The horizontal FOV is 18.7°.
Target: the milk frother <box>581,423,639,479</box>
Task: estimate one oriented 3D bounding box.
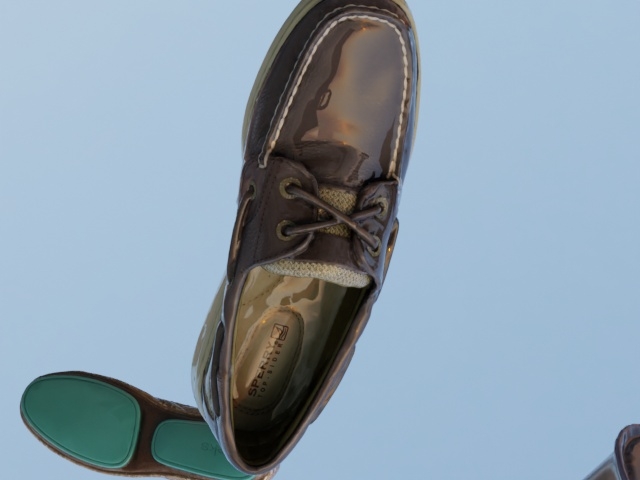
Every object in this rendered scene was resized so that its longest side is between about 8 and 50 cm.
[{"bbox_3d":[0.081,0.143,0.465,0.135,0.143,0.129,-45,-140,20],"label":"milk frother"}]

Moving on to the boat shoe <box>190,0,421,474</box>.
[{"bbox_3d":[-0.001,0.000,0.838,0.080,0.223,0.073,11,-157,-17],"label":"boat shoe"}]

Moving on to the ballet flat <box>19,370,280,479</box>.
[{"bbox_3d":[-0.124,0.148,1.443,0.206,0.067,0.073,16,-98,18],"label":"ballet flat"}]
